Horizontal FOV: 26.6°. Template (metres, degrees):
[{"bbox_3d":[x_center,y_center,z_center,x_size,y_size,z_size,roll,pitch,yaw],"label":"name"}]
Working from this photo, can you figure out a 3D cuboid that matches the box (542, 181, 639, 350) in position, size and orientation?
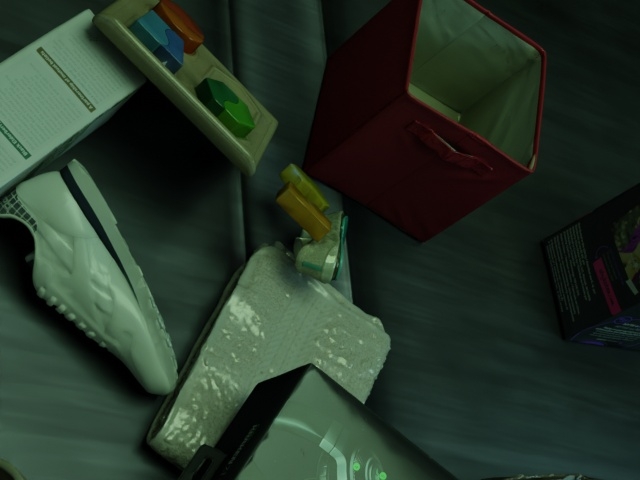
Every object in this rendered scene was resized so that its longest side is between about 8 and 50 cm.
[{"bbox_3d":[0.426,0.017,1.630,0.165,0.270,0.143,9,61,-36],"label":"box"}]

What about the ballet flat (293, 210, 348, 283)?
[{"bbox_3d":[0.000,0.000,1.418,0.052,0.057,0.168,13,13,0],"label":"ballet flat"}]

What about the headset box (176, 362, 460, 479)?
[{"bbox_3d":[-0.003,0.282,1.187,0.283,0.131,0.246,39,64,-11],"label":"headset box"}]

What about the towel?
[{"bbox_3d":[-0.040,0.142,1.341,0.187,0.049,0.282,38,48,-15],"label":"towel"}]

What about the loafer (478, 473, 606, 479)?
[{"bbox_3d":[0.284,0.298,1.439,0.366,0.130,0.133,6,62,-43],"label":"loafer"}]

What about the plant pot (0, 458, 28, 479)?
[{"bbox_3d":[-0.210,0.338,0.985,0.274,0.256,0.256,46,44,-32],"label":"plant pot"}]

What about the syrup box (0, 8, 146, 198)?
[{"bbox_3d":[-0.280,-0.112,1.259,0.096,0.093,0.237,50,46,-5],"label":"syrup box"}]

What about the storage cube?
[{"bbox_3d":[0.120,-0.147,1.532,0.184,0.193,0.215,29,50,-23],"label":"storage cube"}]

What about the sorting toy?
[{"bbox_3d":[-0.091,-0.139,1.383,0.307,0.041,0.229,45,14,-10],"label":"sorting toy"}]

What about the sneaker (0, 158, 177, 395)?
[{"bbox_3d":[-0.208,0.045,1.246,0.095,0.090,0.235,-28,98,-10],"label":"sneaker"}]
